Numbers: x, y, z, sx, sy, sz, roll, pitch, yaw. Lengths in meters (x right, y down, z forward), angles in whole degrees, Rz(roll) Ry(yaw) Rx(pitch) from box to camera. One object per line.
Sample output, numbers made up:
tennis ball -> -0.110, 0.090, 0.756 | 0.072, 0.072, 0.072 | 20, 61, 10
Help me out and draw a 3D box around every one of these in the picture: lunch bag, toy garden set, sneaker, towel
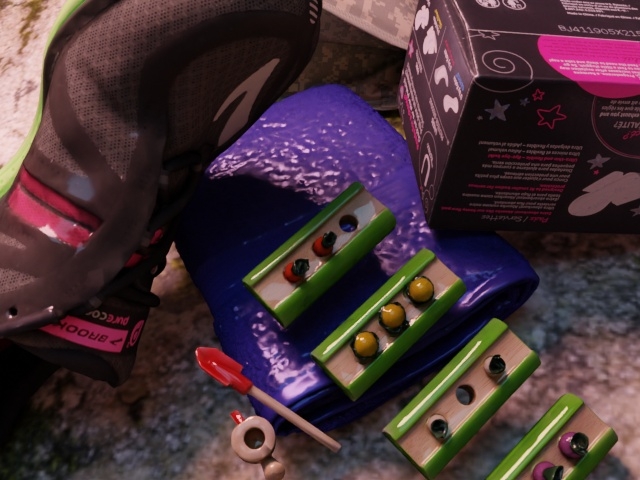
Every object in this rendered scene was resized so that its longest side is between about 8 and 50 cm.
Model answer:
lunch bag -> -0.006, -0.263, 0.794 | 0.286, 0.169, 0.235 | 15, 54, -8
toy garden set -> 0.035, 0.104, 0.475 | 0.204, 0.049, 0.244 | -42, 77, -15
sneaker -> -0.157, -0.008, 0.561 | 0.483, 0.185, 0.202 | -45, 60, 21
towel -> 0.000, 0.000, 0.637 | 0.227, 0.076, 0.308 | -26, 49, -11

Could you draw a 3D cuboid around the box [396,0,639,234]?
box -> 0.198, -0.106, 0.578 | 0.247, 0.142, 0.163 | 2, 46, -9
